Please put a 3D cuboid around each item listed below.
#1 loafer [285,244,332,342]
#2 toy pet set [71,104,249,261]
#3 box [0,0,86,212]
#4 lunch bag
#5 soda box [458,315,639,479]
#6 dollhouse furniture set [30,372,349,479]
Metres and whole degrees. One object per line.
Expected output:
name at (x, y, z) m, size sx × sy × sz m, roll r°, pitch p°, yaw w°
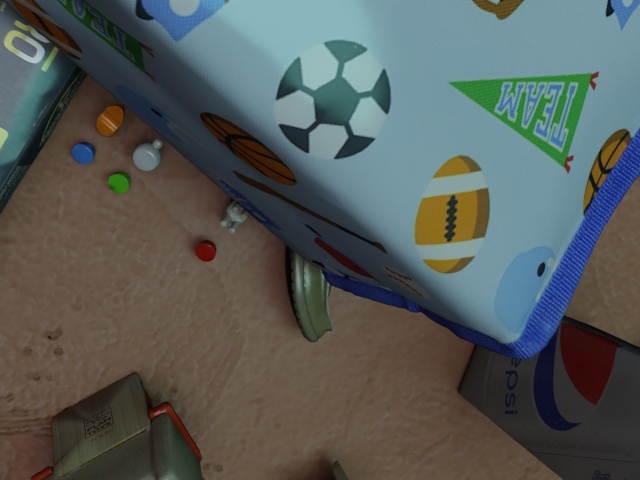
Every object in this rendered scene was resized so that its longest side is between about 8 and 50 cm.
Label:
loafer at (0.000, 0.000, 0.598) m, size 0.050 × 0.056 × 0.147 m, roll -5°, pitch 99°, yaw -7°
toy pet set at (-0.083, -0.068, 0.579) m, size 0.122 × 0.065 × 0.114 m, roll 41°, pitch 122°, yaw -13°
box at (-0.325, -0.106, 0.484) m, size 0.318 × 0.097 × 0.394 m, roll 30°, pitch 90°, yaw -14°
lunch bag at (0.055, -0.195, 0.448) m, size 0.328 × 0.239 × 0.385 m, roll 41°, pitch 78°, yaw -34°
soda box at (0.196, 0.115, 0.543) m, size 0.098 × 0.286 × 0.091 m, roll 20°, pitch 93°, yaw -14°
dollhouse furniture set at (-0.090, 0.235, 0.595) m, size 0.262 × 0.135 × 0.259 m, roll -28°, pitch 115°, yaw -8°
